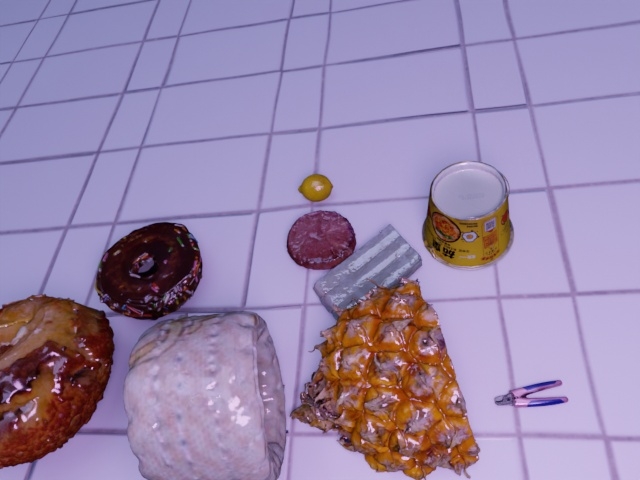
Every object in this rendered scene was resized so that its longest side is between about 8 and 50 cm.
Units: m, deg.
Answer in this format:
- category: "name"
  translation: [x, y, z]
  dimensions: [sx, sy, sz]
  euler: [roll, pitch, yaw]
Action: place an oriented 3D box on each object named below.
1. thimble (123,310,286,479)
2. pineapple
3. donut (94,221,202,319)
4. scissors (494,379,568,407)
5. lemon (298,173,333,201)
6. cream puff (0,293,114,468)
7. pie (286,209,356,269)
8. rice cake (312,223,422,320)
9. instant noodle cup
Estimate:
- category: "thimble"
  translation: [-0.167, 0.244, 0.846]
  dimensions: [0.195, 0.291, 0.291]
  euler: [-7, 54, 2]
- category: "pineapple"
  translation: [0.067, 0.219, 0.846]
  dimensions: [0.286, 0.209, 0.344]
  euler: [-19, 55, 1]
- category: "donut"
  translation: [-0.355, 0.070, 1.134]
  dimensions: [0.235, 0.089, 0.235]
  euler: [-7, 54, 9]
- category: "scissors"
  translation: [0.343, 0.255, 0.872]
  dimensions: [0.113, 0.012, 0.039]
  euler: [-10, 54, 8]
- category: "lemon"
  translation: [-0.011, -0.117, 1.193]
  dimensions: [0.083, 0.062, 0.062]
  euler: [-2, 55, 18]
- category: "cream puff"
  translation: [-0.530, 0.259, 0.960]
  dimensions: [0.351, 0.228, 0.350]
  euler: [-13, 30, 8]
- category: "pie"
  translation: [0.000, 0.000, 1.123]
  dimensions: [0.155, 0.036, 0.154]
  euler: [-7, 55, 10]
- category: "rice cake"
  translation: [0.091, 0.068, 1.051]
  dimensions: [0.211, 0.038, 0.124]
  euler: [-33, 54, -9]
- category: "instant noodle cup"
  translation: [0.282, -0.055, 1.023]
  dimensions: [0.182, 0.144, 0.182]
  euler: [-7, 55, 10]
